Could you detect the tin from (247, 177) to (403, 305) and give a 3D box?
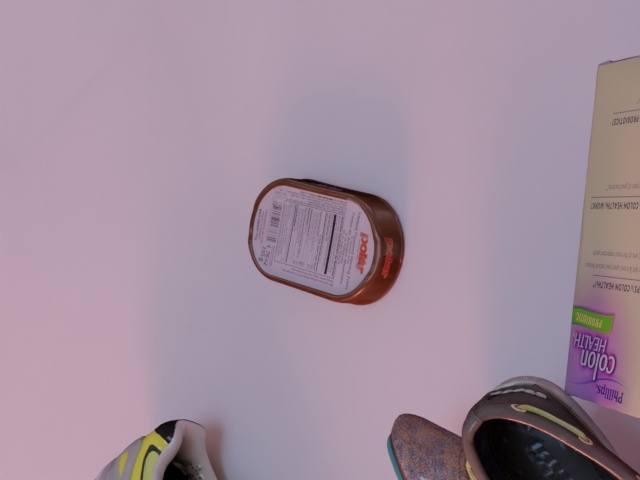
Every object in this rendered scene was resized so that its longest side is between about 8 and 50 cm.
[{"bbox_3d":[0.000,0.000,1.252,0.189,0.040,0.106,15,101,46],"label":"tin"}]

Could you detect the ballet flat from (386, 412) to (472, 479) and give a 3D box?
[{"bbox_3d":[0.167,0.251,1.016,0.106,0.107,0.316,-41,67,26],"label":"ballet flat"}]

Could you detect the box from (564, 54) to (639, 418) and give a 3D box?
[{"bbox_3d":[0.265,0.000,0.854,0.213,0.117,0.243,-175,92,-77],"label":"box"}]

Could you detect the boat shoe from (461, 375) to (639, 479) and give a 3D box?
[{"bbox_3d":[0.215,0.221,0.905,0.305,0.091,0.109,45,108,14],"label":"boat shoe"}]

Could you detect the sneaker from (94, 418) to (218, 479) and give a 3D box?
[{"bbox_3d":[-0.114,0.341,1.259,0.147,0.145,0.385,-55,53,28],"label":"sneaker"}]
